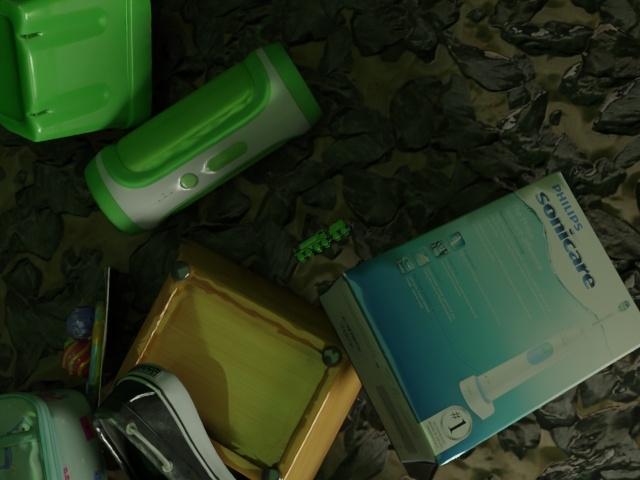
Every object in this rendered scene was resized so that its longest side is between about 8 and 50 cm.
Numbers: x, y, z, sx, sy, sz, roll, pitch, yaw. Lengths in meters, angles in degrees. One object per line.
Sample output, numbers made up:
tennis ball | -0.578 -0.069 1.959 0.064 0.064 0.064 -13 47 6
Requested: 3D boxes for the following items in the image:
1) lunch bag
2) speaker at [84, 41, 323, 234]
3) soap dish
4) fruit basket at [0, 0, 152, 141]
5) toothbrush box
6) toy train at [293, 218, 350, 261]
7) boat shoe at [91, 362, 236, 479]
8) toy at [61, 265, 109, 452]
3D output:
lunch bag | -0.386 0.291 0.831 0.279 0.108 0.224 -18 80 20
speaker | -0.149 -0.128 0.916 0.296 0.131 0.131 -32 81 4
soap dish | -0.104 0.161 0.888 0.290 0.118 0.229 28 89 11
fruit basket | -0.355 -0.331 0.930 0.392 0.392 0.283 18 128 9
toothbrush box | 0.181 0.084 0.801 0.295 0.126 0.216 -25 82 -18
toy train | 0.000 0.000 0.939 0.083 0.017 0.024 -31 72 4
boat shoe | -0.155 0.288 0.796 0.113 0.105 0.306 -5 116 30
toy | -0.299 0.152 0.903 0.056 0.137 0.237 1 87 -19
